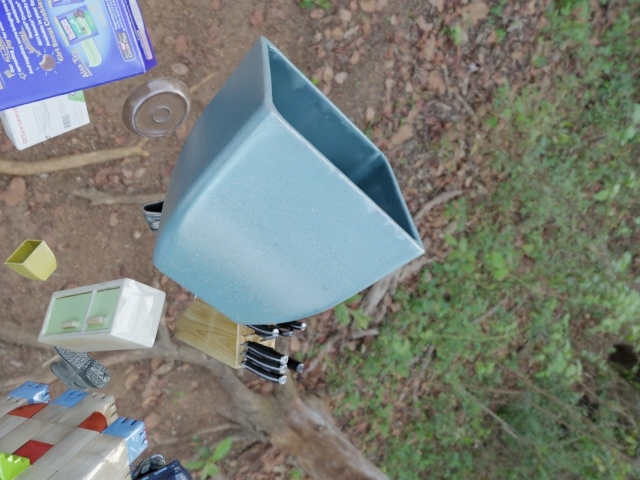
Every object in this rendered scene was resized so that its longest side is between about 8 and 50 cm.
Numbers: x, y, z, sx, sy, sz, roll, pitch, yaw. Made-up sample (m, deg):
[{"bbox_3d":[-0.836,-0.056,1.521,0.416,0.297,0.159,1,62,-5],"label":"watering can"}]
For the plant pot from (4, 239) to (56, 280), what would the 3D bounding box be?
[{"bbox_3d":[-0.706,0.055,1.563,0.081,0.081,0.083,-61,138,-35],"label":"plant pot"}]

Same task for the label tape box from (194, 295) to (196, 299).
[{"bbox_3d":[-0.277,0.091,1.909,0.249,0.115,0.348,-59,165,-63],"label":"label tape box"}]

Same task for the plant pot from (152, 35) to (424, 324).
[{"bbox_3d":[-0.067,-0.045,0.774,0.252,0.248,0.247,-40,119,18],"label":"plant pot"}]

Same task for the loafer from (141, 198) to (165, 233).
[{"bbox_3d":[-0.345,-0.092,1.680,0.267,0.096,0.084,-19,139,6],"label":"loafer"}]

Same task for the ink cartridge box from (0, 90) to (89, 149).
[{"bbox_3d":[-0.780,-0.374,1.771,0.219,0.092,0.160,-31,148,-30],"label":"ink cartridge box"}]

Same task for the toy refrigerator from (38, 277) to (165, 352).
[{"bbox_3d":[-0.408,0.141,1.156,0.094,0.269,0.102,30,61,-42],"label":"toy refrigerator"}]

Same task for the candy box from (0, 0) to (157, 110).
[{"bbox_3d":[-0.482,-0.389,1.094,0.317,0.122,0.268,-13,110,3],"label":"candy box"}]

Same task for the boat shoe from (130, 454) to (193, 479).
[{"bbox_3d":[-0.343,0.492,1.323,0.109,0.258,0.089,-14,84,-52],"label":"boat shoe"}]

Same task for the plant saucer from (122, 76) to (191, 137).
[{"bbox_3d":[-0.370,-0.297,1.456,0.168,0.029,0.168,-27,150,-17],"label":"plant saucer"}]

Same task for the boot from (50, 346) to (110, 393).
[{"bbox_3d":[-0.726,0.344,1.800,0.247,0.161,0.083,58,36,-16],"label":"boot"}]

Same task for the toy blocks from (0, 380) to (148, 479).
[{"bbox_3d":[-0.435,0.342,1.021,0.261,0.381,0.191,-41,132,-62],"label":"toy blocks"}]

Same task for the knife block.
[{"bbox_3d":[-0.143,0.186,1.150,0.088,0.242,0.276,-3,146,-43],"label":"knife block"}]
